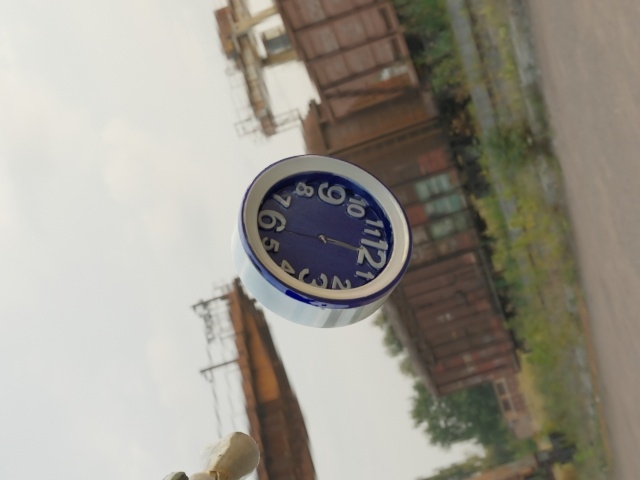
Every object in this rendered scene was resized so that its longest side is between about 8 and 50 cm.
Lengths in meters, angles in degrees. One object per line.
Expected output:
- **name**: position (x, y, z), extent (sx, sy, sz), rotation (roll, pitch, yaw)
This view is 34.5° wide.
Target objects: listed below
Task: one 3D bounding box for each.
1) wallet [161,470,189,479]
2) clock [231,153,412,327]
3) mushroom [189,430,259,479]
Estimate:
- **wallet**: position (-0.133, 0.451, 1.280), extent (0.317, 0.044, 0.169), rotation (64, -169, -4)
- **clock**: position (0.000, 0.000, 1.340), extent (0.083, 0.231, 0.230), rotation (118, 145, -52)
- **mushroom**: position (-0.171, 0.414, 1.866), extent (0.225, 0.116, 0.093), rotation (-89, -14, -78)
